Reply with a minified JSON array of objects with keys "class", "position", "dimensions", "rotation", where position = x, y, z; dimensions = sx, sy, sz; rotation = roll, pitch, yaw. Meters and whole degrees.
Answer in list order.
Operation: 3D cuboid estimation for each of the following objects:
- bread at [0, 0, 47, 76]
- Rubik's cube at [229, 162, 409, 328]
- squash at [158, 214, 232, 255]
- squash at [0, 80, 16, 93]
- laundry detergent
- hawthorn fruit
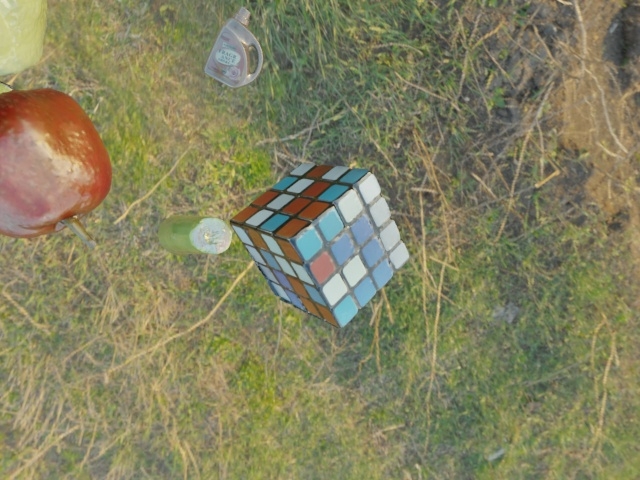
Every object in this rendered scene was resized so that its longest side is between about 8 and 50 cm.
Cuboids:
[{"class":"bread","position":[-0.534,-0.342,0.696],"dimensions":[0.320,0.320,0.237],"rotation":[-1,125,-9]},{"class":"Rubik's cube","position":[0.000,0.000,0.728],"dimensions":[0.151,0.155,0.154],"rotation":[-42,123,-24]},{"class":"squash","position":[-0.238,-0.011,0.974],"dimensions":[0.083,0.250,0.083],"rotation":[0,90,-29]},{"class":"squash","position":[-0.856,-0.309,1.374],"dimensions":[0.220,0.133,0.220],"rotation":[-2,154,-1]},{"class":"laundry detergent","position":[-0.258,-0.610,1.719],"dimensions":[0.171,0.076,0.237],"rotation":[28,100,-9]},{"class":"hawthorn fruit","position":[-0.534,-0.119,1.015],"dimensions":[0.287,0.287,0.330],"rotation":[-33,98,17]}]
